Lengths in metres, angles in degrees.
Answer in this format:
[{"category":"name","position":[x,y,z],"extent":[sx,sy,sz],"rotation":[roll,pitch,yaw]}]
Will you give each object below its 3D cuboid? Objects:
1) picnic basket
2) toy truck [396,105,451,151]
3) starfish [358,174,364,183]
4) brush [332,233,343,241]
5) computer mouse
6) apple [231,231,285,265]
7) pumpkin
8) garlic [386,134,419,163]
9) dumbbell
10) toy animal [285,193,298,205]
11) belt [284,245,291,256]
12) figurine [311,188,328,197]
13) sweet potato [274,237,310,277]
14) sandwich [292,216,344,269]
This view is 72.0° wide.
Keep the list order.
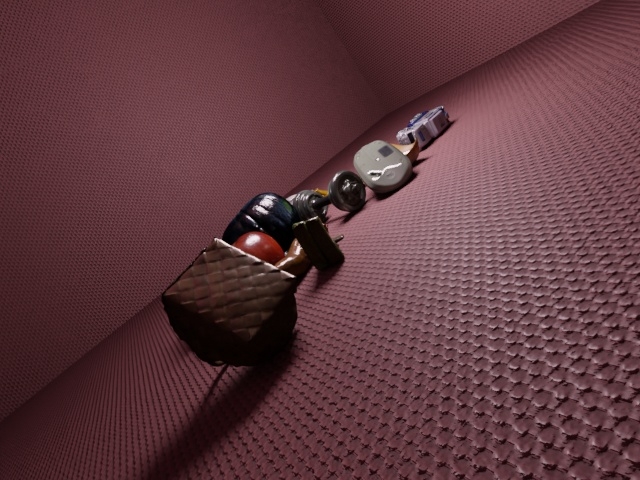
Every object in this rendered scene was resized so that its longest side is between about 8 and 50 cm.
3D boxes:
[{"category":"picnic basket","position":[-0.226,0.204,1.180],"extent":[0.337,0.337,0.293],"rotation":[-19,29,51]},{"category":"toy truck","position":[0.482,-0.515,2.056],"extent":[0.156,0.124,0.268],"rotation":[-12,26,49]},{"category":"starfish","position":[0.213,-0.310,2.200],"extent":[0.138,0.050,0.247],"rotation":[-39,21,-14]},{"category":"brush","position":[0.003,0.027,1.630],"extent":[0.191,0.027,0.034],"rotation":[-25,20,14]},{"category":"computer mouse","position":[0.253,-0.300,1.801],"extent":[0.197,0.095,0.330],"rotation":[-28,38,4]},{"category":"apple","position":[-0.252,0.102,1.584],"extent":[0.260,0.216,0.260],"rotation":[-40,15,13]},{"category":"pumpkin","position":[-0.250,-0.031,1.873],"extent":[0.363,0.266,0.363],"rotation":[-45,8,8]},{"category":"garlic","position":[0.353,-0.361,1.891],"extent":[0.207,0.115,0.128],"rotation":[1,72,52]},{"category":"dumbbell","position":[0.031,-0.174,1.902],"extent":[0.406,0.179,0.179],"rotation":[-17,23,51]},{"category":"toy animal","position":[-0.141,-0.137,2.223],"extent":[0.187,0.165,0.235],"rotation":[-29,9,-26]},{"category":"belt","position":[-0.106,0.050,1.739],"extent":[0.140,0.058,0.105],"rotation":[-44,12,-27]},{"category":"figurine","position":[0.034,-0.216,2.259],"extent":[0.176,0.121,0.122],"rotation":[-17,50,30]},{"category":"sweet potato","position":[-0.073,0.052,1.553],"extent":[0.095,0.106,0.354],"rotation":[-50,1,41]},{"category":"sandwich","position":[-0.004,-0.007,1.428],"extent":[0.109,0.184,0.160],"rotation":[-26,19,12]}]
